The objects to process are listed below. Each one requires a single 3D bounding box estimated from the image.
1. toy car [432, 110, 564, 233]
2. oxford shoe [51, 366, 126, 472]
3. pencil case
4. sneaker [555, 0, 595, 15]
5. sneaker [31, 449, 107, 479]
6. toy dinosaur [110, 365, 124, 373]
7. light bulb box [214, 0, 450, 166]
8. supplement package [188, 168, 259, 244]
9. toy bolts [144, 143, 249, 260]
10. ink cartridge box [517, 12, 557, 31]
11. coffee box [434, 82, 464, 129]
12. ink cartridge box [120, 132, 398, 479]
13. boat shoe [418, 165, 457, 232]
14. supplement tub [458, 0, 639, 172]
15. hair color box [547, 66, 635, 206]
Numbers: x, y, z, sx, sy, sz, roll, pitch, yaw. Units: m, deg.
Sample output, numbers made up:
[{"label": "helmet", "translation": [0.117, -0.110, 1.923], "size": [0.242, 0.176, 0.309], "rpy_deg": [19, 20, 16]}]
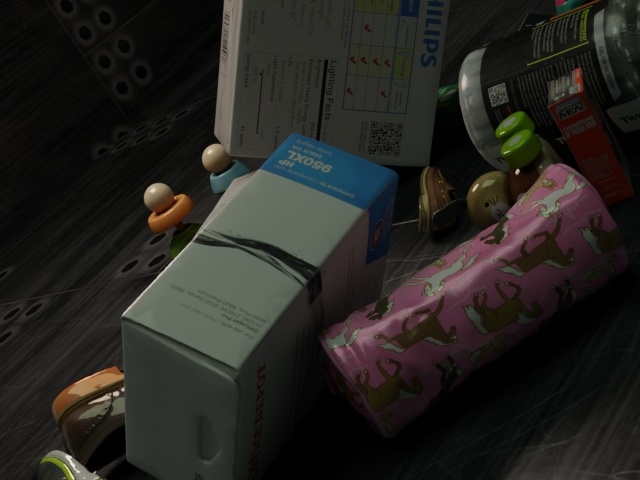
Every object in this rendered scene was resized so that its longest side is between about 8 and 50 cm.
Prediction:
[{"label": "toy car", "translation": [0.249, -0.050, 1.660], "size": [0.188, 0.155, 0.149], "rpy_deg": [-37, 17, 17]}, {"label": "oxford shoe", "translation": [-0.201, 0.225, 1.781], "size": [0.364, 0.130, 0.132], "rpy_deg": [-27, 52, -3]}, {"label": "pencil case", "translation": [0.176, 0.073, 1.455], "size": [0.386, 0.160, 0.167], "rpy_deg": [-35, -19, -6]}, {"label": "sneaker", "translation": [0.519, -0.468, 2.180], "size": [0.295, 0.178, 0.124], "rpy_deg": [-41, 21, -22]}, {"label": "sneaker", "translation": [-0.333, 0.364, 1.621], "size": [0.121, 0.111, 0.300], "rpy_deg": [-45, 21, -21]}, {"label": "toy dinosaur", "translation": [-0.280, 0.208, 1.976], "size": [0.268, 0.064, 0.118], "rpy_deg": [-34, 33, -10]}, {"label": "light bulb box", "translation": [0.014, -0.327, 2.159], "size": [0.361, 0.358, 0.225], "rpy_deg": [3, 15, -13]}, {"label": "supplement package", "translation": [-0.106, -0.019, 2.133], "size": [0.139, 0.134, 0.244], "rpy_deg": [-21, 23, 30]}, {"label": "toy bolts", "translation": [-0.220, -0.083, 2.423], "size": [0.228, 0.158, 0.218], "rpy_deg": [-42, 21, -23]}, {"label": "ink cartridge box", "translation": [0.425, -0.321, 2.007], "size": [0.206, 0.045, 0.208], "rpy_deg": [8, 27, 13]}, {"label": "coffee box", "translation": [0.224, -0.251, 2.321], "size": [0.113, 0.040, 0.184], "rpy_deg": [-44, 23, -31]}, {"label": "ink cartridge box", "translation": [-0.071, 0.098, 1.537], "size": [0.166, 0.285, 0.395], "rpy_deg": [23, 46, 17]}, {"label": "boat shoe", "translation": [0.184, -0.062, 1.920], "size": [0.060, 0.064, 0.178], "rpy_deg": [2, 28, 5]}, {"label": "supplement tub", "translation": [0.389, -0.234, 1.783], "size": [0.338, 0.207, 0.207], "rpy_deg": [-17, 25, 39]}, {"label": "hair color box", "translation": [0.364, -0.138, 1.648], "size": [0.053, 0.167, 0.093], "rpy_deg": [-25, 21, 21]}]
